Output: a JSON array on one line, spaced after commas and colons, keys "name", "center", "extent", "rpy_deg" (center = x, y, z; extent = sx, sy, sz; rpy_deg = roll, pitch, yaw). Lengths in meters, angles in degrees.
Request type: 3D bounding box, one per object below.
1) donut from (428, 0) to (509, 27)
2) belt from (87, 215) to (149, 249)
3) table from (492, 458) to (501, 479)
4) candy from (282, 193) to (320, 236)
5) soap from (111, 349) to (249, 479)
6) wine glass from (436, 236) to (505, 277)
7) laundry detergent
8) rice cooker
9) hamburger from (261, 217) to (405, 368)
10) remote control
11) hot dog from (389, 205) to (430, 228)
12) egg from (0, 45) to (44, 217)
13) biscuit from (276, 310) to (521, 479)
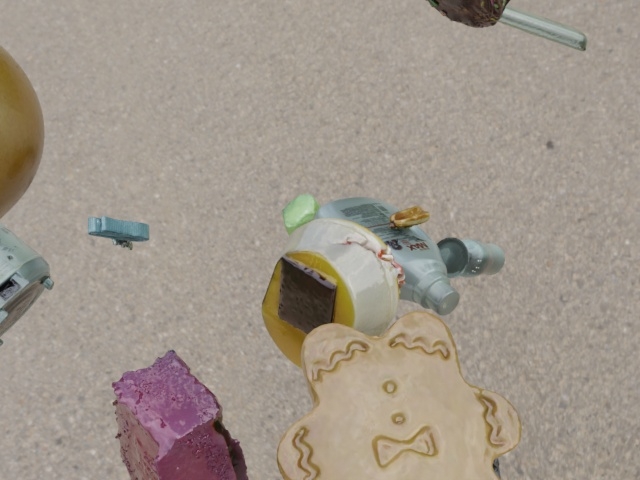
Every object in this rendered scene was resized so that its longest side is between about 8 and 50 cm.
[{"name": "donut", "center": [0.248, -0.486, 1.146], "extent": [0.089, 0.235, 0.235], "rpy_deg": [-49, 55, -2]}, {"name": "belt", "center": [-0.540, -0.025, 1.688], "extent": [0.100, 0.179, 0.065], "rpy_deg": [-15, 72, 34]}, {"name": "table", "center": [0.207, 0.590, 1.399], "extent": [0.335, 0.222, 0.272], "rpy_deg": [-26, 36, 26]}, {"name": "candy", "center": [0.000, 0.000, 2.097], "extent": [0.142, 0.343, 0.132], "rpy_deg": [-22, 44, 17]}, {"name": "soap", "center": [-0.190, 0.309, 0.874], "extent": [0.112, 0.289, 0.182], "rpy_deg": [-24, 52, -31]}, {"name": "wine glass", "center": [0.388, 0.047, 1.657], "extent": [0.103, 0.231, 0.103], "rpy_deg": [-3, 85, 38]}, {"name": "laundry detergent", "center": [0.182, 0.034, 1.502], "extent": [0.264, 0.124, 0.398], "rpy_deg": [-7, 33, -34]}, {"name": "rice cooker", "center": [-0.699, 0.059, 1.236], "extent": [0.317, 0.316, 0.264], "rpy_deg": [18, 52, 28]}, {"name": "hamburger", "center": [0.016, 0.098, 1.116], "extent": [0.227, 0.295, 0.151], "rpy_deg": [38, 47, 14]}, {"name": "remote control", "center": [0.439, -0.475, 1.387], "extent": [0.310, 0.038, 0.090], "rpy_deg": [13, 32, -15]}, {"name": "hot dog", "center": [0.202, -0.049, 1.488], "extent": [0.133, 0.041, 0.056], "rpy_deg": [-15, 43, -41]}, {"name": "egg", "center": [-0.483, -0.125, 0.743], "extent": [0.351, 0.282, 0.282], "rpy_deg": [2, 57, 32]}, {"name": "biscuit", "center": [0.093, 0.245, 0.685], "extent": [0.275, 0.052, 0.355], "rpy_deg": [-4, 60, -9]}]
